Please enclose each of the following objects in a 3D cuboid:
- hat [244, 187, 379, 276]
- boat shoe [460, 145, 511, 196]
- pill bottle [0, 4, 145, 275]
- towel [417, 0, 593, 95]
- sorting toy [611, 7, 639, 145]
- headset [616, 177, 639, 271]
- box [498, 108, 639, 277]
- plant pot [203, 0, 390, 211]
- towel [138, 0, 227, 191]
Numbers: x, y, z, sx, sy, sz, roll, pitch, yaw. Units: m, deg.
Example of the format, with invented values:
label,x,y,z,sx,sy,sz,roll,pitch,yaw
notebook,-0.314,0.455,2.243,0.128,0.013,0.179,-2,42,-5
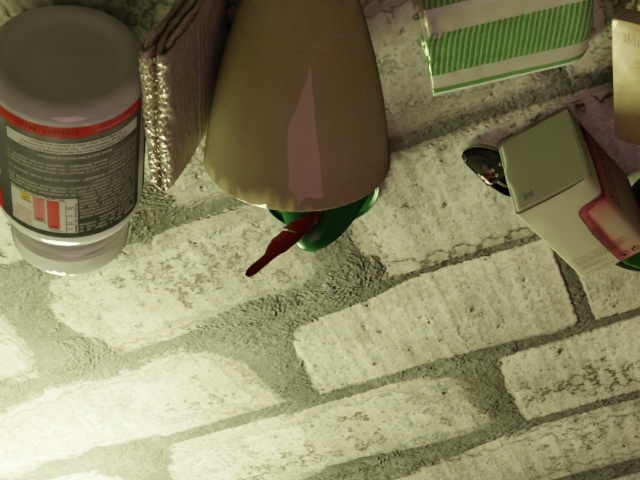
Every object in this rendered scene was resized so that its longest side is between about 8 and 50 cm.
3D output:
label,x,y,z,sx,sy,sz,roll,pitch,yaw
hat,0.000,0.000,1.967,0.208,0.184,0.173,-14,143,9
boat shoe,0.274,-0.110,1.990,0.133,0.042,0.049,28,133,-36
pill bottle,-0.344,-0.124,1.723,0.210,0.210,0.363,0,142,-10
towel,0.244,-0.338,1.691,0.247,0.038,0.325,-12,141,4
sorting toy,0.547,-0.220,1.762,0.255,0.089,0.257,20,152,26
headset,0.623,-0.022,2.046,0.243,0.185,0.394,2,153,-13
box,0.399,-0.071,1.973,0.126,0.149,0.232,-28,139,24
plant pot,-0.030,-0.222,1.652,0.256,0.256,0.274,-3,127,-6
towel,-0.179,-0.213,1.657,0.049,0.187,0.282,21,144,11
